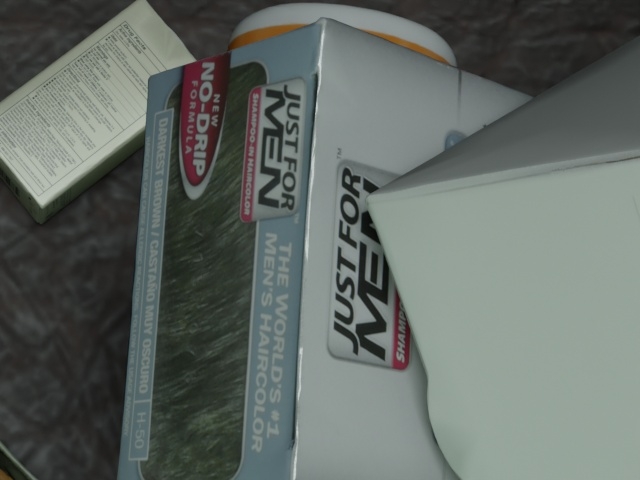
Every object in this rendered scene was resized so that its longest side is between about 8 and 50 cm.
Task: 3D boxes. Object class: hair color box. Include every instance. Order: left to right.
[{"bbox_3d":[0.093,0.047,0.771,0.374,0.113,0.185,15,73,-42],"label":"hair color box"}]

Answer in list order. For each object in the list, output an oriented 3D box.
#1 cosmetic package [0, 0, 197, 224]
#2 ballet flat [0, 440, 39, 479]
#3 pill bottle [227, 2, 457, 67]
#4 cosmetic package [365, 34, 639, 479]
[{"bbox_3d":[-0.120,-0.068,0.885,0.115,0.041,0.060,-38,87,-16],"label":"cosmetic package"},{"bbox_3d":[-0.160,0.140,0.820,0.213,0.068,0.072,46,75,1],"label":"ballet flat"},{"bbox_3d":[0.000,0.000,0.852,0.121,0.121,0.216,9,77,-9],"label":"pill bottle"},{"bbox_3d":[0.206,-0.004,0.702,0.365,0.155,0.197,-33,107,-44],"label":"cosmetic package"}]
